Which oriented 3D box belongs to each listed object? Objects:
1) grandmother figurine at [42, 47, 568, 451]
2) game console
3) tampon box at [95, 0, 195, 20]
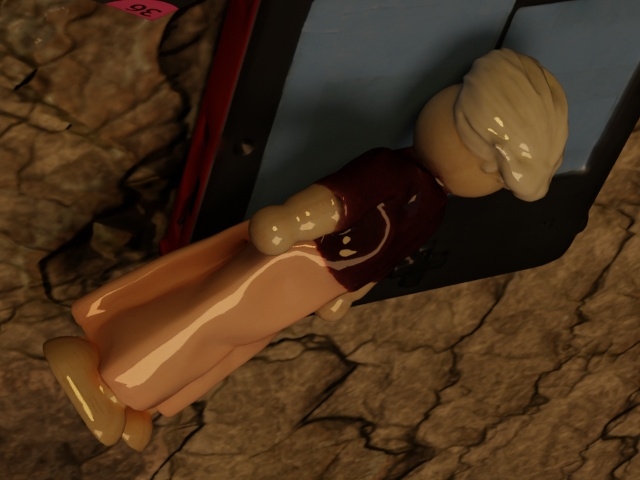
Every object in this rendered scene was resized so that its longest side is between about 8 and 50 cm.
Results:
[{"bbox_3d":[0.000,0.000,1.005,0.342,0.104,0.208,-33,174,3],"label":"grandmother figurine"},{"bbox_3d":[0.083,-0.092,1.061,0.342,0.060,0.387,-7,142,-25],"label":"game console"},{"bbox_3d":[-0.072,-0.182,0.752,0.120,0.102,0.161,14,157,-42],"label":"tampon box"}]
